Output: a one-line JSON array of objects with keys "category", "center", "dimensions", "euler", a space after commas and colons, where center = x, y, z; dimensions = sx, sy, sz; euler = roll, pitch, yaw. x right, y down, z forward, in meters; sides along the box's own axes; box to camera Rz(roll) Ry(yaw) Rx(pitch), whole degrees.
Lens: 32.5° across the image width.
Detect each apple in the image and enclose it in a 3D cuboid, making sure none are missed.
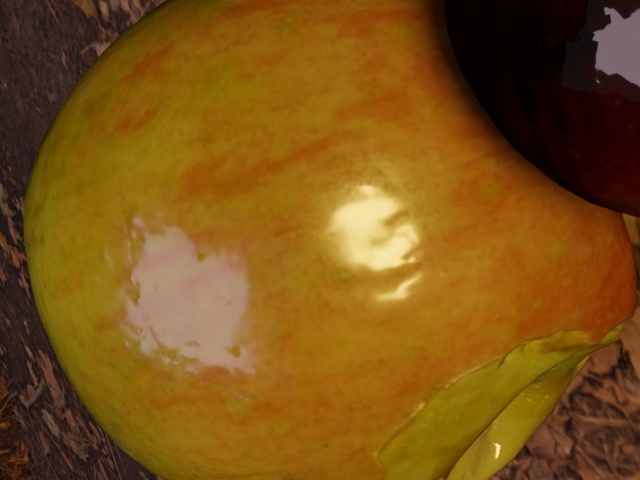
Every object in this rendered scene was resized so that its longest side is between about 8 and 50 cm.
[{"category": "apple", "center": [0.000, 0.000, 0.641], "dimensions": [0.339, 0.339, 0.340], "euler": [38, 142, 38]}]

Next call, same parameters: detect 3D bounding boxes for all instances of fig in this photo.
[{"category": "fig", "center": [0.161, -0.113, 0.435], "dimensions": [0.235, 0.235, 0.214], "euler": [42, -178, 33]}]
